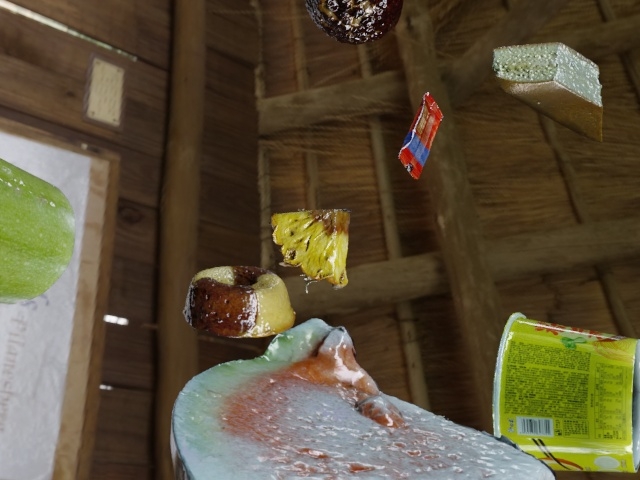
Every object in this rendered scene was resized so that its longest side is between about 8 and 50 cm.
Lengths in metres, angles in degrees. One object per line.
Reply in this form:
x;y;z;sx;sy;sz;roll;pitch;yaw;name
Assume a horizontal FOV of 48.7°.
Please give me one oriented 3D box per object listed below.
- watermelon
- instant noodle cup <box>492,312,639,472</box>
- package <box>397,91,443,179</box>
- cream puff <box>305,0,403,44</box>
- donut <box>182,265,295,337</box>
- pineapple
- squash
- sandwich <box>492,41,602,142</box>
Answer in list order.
0.026;0.150;0.423;0.213;0.289;0.320;-23;-123;12;watermelon
0.464;0.289;1.294;0.221;0.311;0.311;1;-105;29;instant noodle cup
0.227;-0.237;1.589;0.022;0.083;0.200;-6;-131;45;package
0.053;-0.480;1.294;0.239;0.165;0.239;168;-90;-76;cream puff
-0.124;0.087;1.065;0.184;0.166;0.073;-138;-133;-73;donut
0.000;0.000;0.960;0.116;0.069;0.137;-47;-108;17;pineapple
-0.631;-0.039;1.196;0.263;0.384;0.263;-3;-104;13;squash
0.419;-0.265;1.229;0.096;0.258;0.094;-39;-146;52;sandwich
